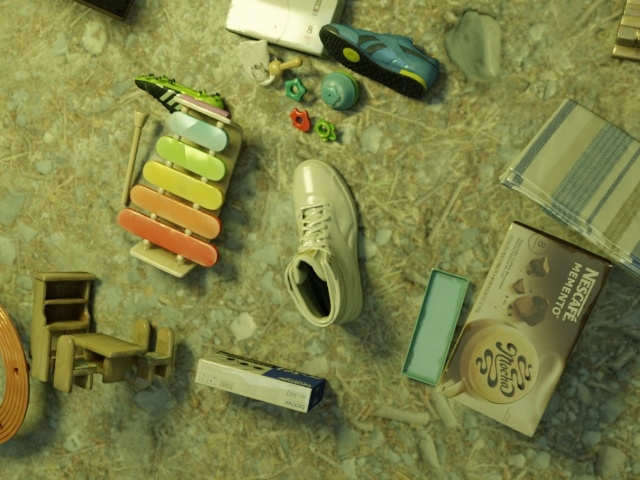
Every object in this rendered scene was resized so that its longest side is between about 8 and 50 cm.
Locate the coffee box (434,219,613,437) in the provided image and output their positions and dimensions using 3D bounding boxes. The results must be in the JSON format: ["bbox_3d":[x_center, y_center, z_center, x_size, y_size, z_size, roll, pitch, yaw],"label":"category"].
[{"bbox_3d":[0.322,0.134,1.321,0.168,0.119,0.297,25,98,13],"label":"coffee box"}]

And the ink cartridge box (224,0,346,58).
[{"bbox_3d":[-0.045,-0.452,1.440,0.189,0.066,0.232,18,100,14],"label":"ink cartridge box"}]

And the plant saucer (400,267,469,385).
[{"bbox_3d":[0.195,0.146,1.408,0.067,0.018,0.192,17,96,14],"label":"plant saucer"}]

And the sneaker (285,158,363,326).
[{"bbox_3d":[0.000,0.000,1.380,0.108,0.169,0.292,-14,86,17],"label":"sneaker"}]

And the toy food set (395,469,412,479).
[{"bbox_3d":[0.126,0.455,1.434,0.078,0.019,0.122,35,107,12],"label":"toy food set"}]

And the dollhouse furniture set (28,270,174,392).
[{"bbox_3d":[-0.408,0.153,1.473,0.242,0.212,0.160,10,96,41],"label":"dollhouse furniture set"}]

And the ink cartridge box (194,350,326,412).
[{"bbox_3d":[-0.104,0.245,1.449,0.207,0.097,0.046,13,94,15],"label":"ink cartridge box"}]

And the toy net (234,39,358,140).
[{"bbox_3d":[-0.050,-0.273,1.455,0.232,0.045,0.122,31,126,15],"label":"toy net"}]

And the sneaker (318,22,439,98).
[{"bbox_3d":[0.100,-0.318,1.393,0.209,0.069,0.082,27,69,2],"label":"sneaker"}]

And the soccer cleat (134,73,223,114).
[{"bbox_3d":[-0.261,-0.251,1.501,0.179,0.060,0.072,21,109,13],"label":"soccer cleat"}]

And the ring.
[{"bbox_3d":[-0.663,0.228,1.588,0.337,0.032,0.336,8,106,31],"label":"ring"}]

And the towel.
[{"bbox_3d":[0.443,-0.081,1.286,0.285,0.034,0.209,36,67,10],"label":"towel"}]

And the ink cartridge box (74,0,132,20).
[{"bbox_3d":[-0.472,-0.496,1.480,0.235,0.193,0.088,31,99,12],"label":"ink cartridge box"}]

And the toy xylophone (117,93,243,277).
[{"bbox_3d":[-0.261,-0.104,1.472,0.236,0.081,0.322,16,107,16],"label":"toy xylophone"}]

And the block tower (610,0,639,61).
[{"bbox_3d":[0.533,-0.445,1.266,0.091,0.097,0.335,14,96,15],"label":"block tower"}]
